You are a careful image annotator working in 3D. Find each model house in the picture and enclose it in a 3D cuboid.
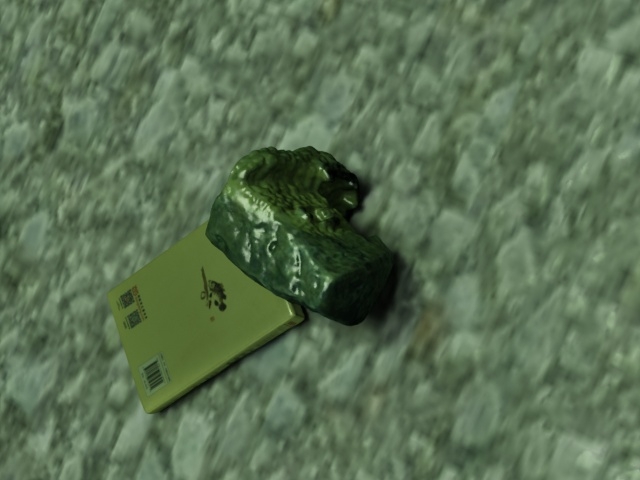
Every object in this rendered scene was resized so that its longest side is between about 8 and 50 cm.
[{"bbox_3d":[0.000,0.000,0.748,0.083,0.079,0.066,37,109,30],"label":"model house"}]

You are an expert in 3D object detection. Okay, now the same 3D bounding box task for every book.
[{"bbox_3d":[-0.062,0.034,0.821,0.111,0.014,0.077,-34,63,26],"label":"book"}]
